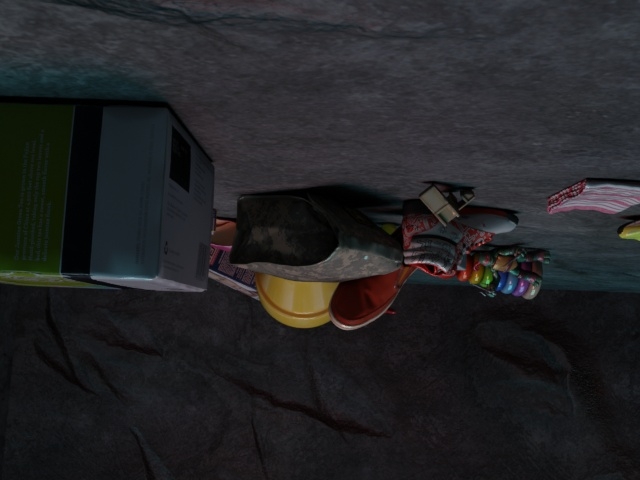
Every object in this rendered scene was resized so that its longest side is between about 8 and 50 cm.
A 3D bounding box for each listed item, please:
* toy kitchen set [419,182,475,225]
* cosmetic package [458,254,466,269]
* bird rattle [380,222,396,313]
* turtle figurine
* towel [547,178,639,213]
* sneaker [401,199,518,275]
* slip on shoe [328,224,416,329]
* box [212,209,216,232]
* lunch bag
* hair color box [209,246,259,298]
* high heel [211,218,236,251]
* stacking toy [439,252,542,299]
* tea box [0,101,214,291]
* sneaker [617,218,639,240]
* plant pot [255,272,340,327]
[{"bbox_3d":[0.225,-0.085,1.310,0.068,0.075,0.083,-39,-165,20],"label":"toy kitchen set"},{"bbox_3d":[0.311,0.028,1.953,0.118,0.085,0.231,0,171,21],"label":"cosmetic package"},{"bbox_3d":[0.099,0.061,1.730,0.143,0.253,0.207,-1,148,23],"label":"bird rattle"},{"bbox_3d":[0.537,0.069,2.102,0.234,0.118,0.175,4,132,-24],"label":"turtle figurine"},{"bbox_3d":[0.496,-0.072,1.283,0.144,0.029,0.197,2,173,-2],"label":"towel"},{"bbox_3d":[0.285,0.004,1.505,0.270,0.144,0.090,6,172,-25],"label":"sneaker"},{"bbox_3d":[0.143,0.057,1.575,0.123,0.331,0.101,44,171,22],"label":"slip on shoe"},{"bbox_3d":[-0.325,-0.048,1.688,0.169,0.054,0.059,3,173,-10],"label":"box"},{"bbox_3d":[0.000,0.000,1.482,0.287,0.168,0.235,2,171,37],"label":"lunch bag"},{"bbox_3d":[-0.210,0.099,2.166,0.347,0.105,0.174,27,166,-13],"label":"hair color box"},{"bbox_3d":[-0.254,-0.024,1.779,0.244,0.082,0.117,13,176,-3],"label":"high heel"},{"bbox_3d":[0.504,0.094,2.268,0.331,0.141,0.141,8,173,-2],"label":"stacking toy"},{"bbox_3d":[-0.340,-0.045,1.035,0.324,0.219,0.329,3,173,3],"label":"tea box"},{"bbox_3d":[0.725,0.001,1.532,0.209,0.094,0.081,4,174,-2],"label":"sneaker"},{"bbox_3d":[-0.042,0.066,1.823,0.254,0.253,0.239,3,158,1],"label":"plant pot"}]
